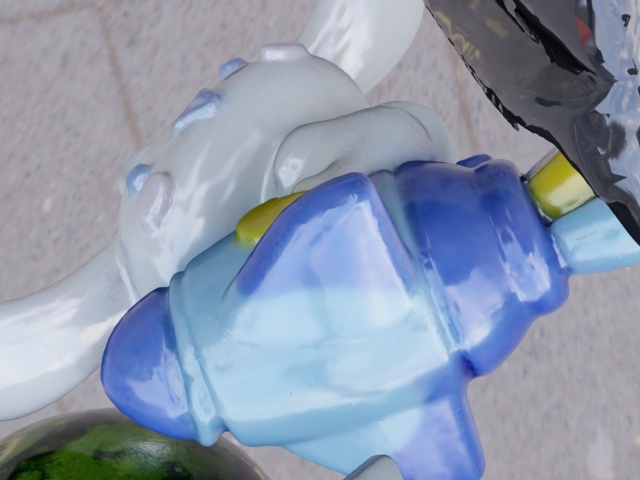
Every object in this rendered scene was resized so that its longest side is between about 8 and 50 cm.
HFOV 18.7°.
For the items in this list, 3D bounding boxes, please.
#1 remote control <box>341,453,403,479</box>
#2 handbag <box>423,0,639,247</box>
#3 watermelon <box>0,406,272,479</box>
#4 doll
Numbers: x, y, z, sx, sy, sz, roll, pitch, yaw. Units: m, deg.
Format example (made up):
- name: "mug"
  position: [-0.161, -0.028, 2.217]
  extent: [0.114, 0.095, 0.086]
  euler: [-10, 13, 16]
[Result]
- name: "remote control"
  position: [-0.009, 0.156, 0.880]
  extent: [0.027, 0.184, 0.050]
  euler: [-14, 103, 41]
- name: "handbag"
  position: [0.179, -0.129, 0.636]
  extent: [0.342, 0.288, 0.152]
  euler: [-14, 111, -15]
- name: "watermelon"
  position: [-0.131, 0.242, 1.178]
  extent: [0.285, 0.285, 0.285]
  euler: [2, 110, 4]
- name: "doll"
  position: [-0.006, -0.004, 1.050]
  extent: [0.187, 0.366, 0.376]
  euler: [33, 87, -41]
